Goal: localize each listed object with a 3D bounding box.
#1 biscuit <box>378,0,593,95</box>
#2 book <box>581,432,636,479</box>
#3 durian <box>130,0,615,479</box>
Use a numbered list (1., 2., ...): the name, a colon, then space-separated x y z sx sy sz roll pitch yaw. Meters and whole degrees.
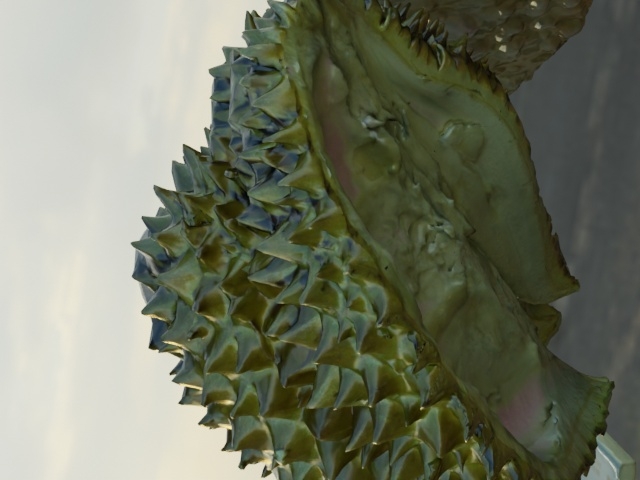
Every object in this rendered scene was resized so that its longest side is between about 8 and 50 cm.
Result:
1. biscuit: 0.048 -0.101 0.823 0.290 0.141 0.038 111 152 -66
2. book: 0.175 0.232 1.543 0.208 0.020 0.295 -131 34 -49
3. durian: 0.000 0.000 0.683 0.237 0.138 0.193 69 -154 -18
